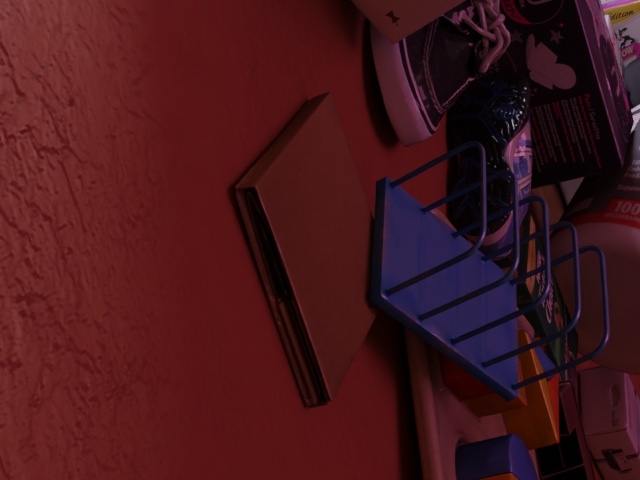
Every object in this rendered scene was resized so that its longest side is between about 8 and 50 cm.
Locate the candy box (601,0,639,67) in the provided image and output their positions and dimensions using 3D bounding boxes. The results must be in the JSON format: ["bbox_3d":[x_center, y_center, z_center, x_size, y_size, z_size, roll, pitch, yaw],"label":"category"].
[{"bbox_3d":[0.408,-0.217,2.120,0.071,0.159,0.233,-68,140,-60],"label":"candy box"}]

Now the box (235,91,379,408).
[{"bbox_3d":[0.000,0.000,1.117,0.201,0.021,0.164,-57,131,-62],"label":"box"}]

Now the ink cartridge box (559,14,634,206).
[{"bbox_3d":[0.350,-0.143,2.008,0.172,0.100,0.237,-74,146,-53],"label":"ink cartridge box"}]

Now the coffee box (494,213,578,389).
[{"bbox_3d":[0.227,0.076,1.646,0.113,0.040,0.184,-76,148,-50],"label":"coffee box"}]

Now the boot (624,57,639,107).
[{"bbox_3d":[0.653,-0.146,1.931,0.367,0.445,0.146,53,38,-23],"label":"boot"}]

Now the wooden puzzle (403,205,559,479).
[{"bbox_3d":[0.160,0.181,1.355,0.322,0.081,0.347,47,37,-55],"label":"wooden puzzle"}]

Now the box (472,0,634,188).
[{"bbox_3d":[0.237,-0.200,1.684,0.163,0.142,0.247,-56,131,-63],"label":"box"}]

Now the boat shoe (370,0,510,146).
[{"bbox_3d":[0.119,-0.196,1.422,0.306,0.105,0.113,-70,143,-55],"label":"boat shoe"}]

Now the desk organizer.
[{"bbox_3d":[0.246,0.215,1.613,0.050,0.047,0.130,-27,104,-67],"label":"desk organizer"}]

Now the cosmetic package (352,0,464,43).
[{"bbox_3d":[0.203,-0.339,1.246,0.097,0.377,0.284,44,49,-17],"label":"cosmetic package"}]

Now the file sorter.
[{"bbox_3d":[0.134,0.022,1.210,0.170,0.104,0.118,37,42,-34],"label":"file sorter"}]

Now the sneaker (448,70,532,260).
[{"bbox_3d":[0.168,-0.076,1.544,0.081,0.080,0.211,62,34,-51],"label":"sneaker"}]

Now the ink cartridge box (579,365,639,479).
[{"bbox_3d":[0.354,0.225,1.877,0.135,0.056,0.099,59,27,-43],"label":"ink cartridge box"}]

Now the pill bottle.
[{"bbox_3d":[0.401,-0.036,1.795,0.363,0.210,0.210,-54,132,-39],"label":"pill bottle"}]
